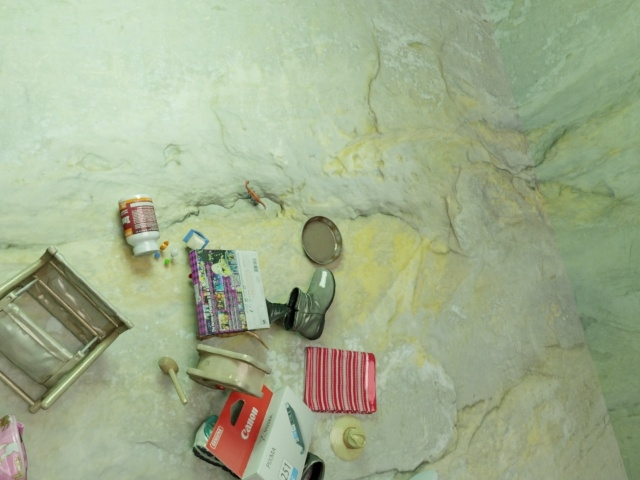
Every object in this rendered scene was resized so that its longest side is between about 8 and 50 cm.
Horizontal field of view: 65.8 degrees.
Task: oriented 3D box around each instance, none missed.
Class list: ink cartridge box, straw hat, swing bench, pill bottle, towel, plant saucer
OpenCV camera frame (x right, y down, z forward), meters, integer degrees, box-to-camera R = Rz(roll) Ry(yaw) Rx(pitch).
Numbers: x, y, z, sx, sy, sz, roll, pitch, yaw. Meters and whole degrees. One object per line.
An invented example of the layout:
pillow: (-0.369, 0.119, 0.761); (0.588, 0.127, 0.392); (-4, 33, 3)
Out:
ink cartridge box: (-0.141, 0.500, 1.303); (0.261, 0.066, 0.296); (49, 25, -15)
straw hat: (0.105, 0.612, 1.531); (0.144, 0.061, 0.144); (11, 71, -33)
swing bench: (-0.605, 0.193, 1.086); (0.253, 0.165, 0.254); (50, 49, -13)
pill bottle: (-0.471, -0.039, 1.296); (0.086, 0.086, 0.152); (-11, 82, -37)
towel: (0.068, 0.446, 1.574); (0.275, 0.031, 0.198); (14, 68, -32)
plant saucer: (0.000, 0.000, 1.660); (0.168, 0.029, 0.168); (11, 71, -34)

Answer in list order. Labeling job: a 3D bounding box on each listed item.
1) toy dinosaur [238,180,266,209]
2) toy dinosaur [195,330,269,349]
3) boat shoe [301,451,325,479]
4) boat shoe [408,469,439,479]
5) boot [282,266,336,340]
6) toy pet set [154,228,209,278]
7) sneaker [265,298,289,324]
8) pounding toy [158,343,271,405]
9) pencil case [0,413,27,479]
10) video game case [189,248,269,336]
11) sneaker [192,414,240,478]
toy dinosaur: (-0.206, -0.147, 1.529); (0.047, 0.090, 0.082); (-58, 156, -22)
toy dinosaur: (-0.249, 0.248, 1.397); (0.211, 0.064, 0.112); (5, 87, -24)
boat shoe: (-0.085, 0.724, 1.303); (0.112, 0.095, 0.335); (39, 57, -20)
boat shoe: (0.286, 0.862, 1.559); (0.301, 0.108, 0.102); (-36, 98, -35)
boot: (-0.033, 0.174, 1.510); (0.161, 0.083, 0.246); (44, 52, -51)
toy pet set: (-0.376, 0.024, 1.378); (0.122, 0.065, 0.114); (37, 93, -18)
sneaker: (-0.157, 0.198, 1.473); (0.170, 0.051, 0.089); (-29, 98, -35)
pounding toy: (-0.272, 0.365, 1.263); (0.154, 0.270, 0.155); (66, 37, -55)
pencil case: (-0.749, 0.454, 0.899); (0.386, 0.160, 0.167); (-9, 66, -37)
video game case: (-0.247, 0.139, 1.358); (0.210, 0.042, 0.232); (3, 70, -46)
sneaker: (-0.202, 0.558, 1.306); (0.275, 0.107, 0.110); (41, 45, -21)
